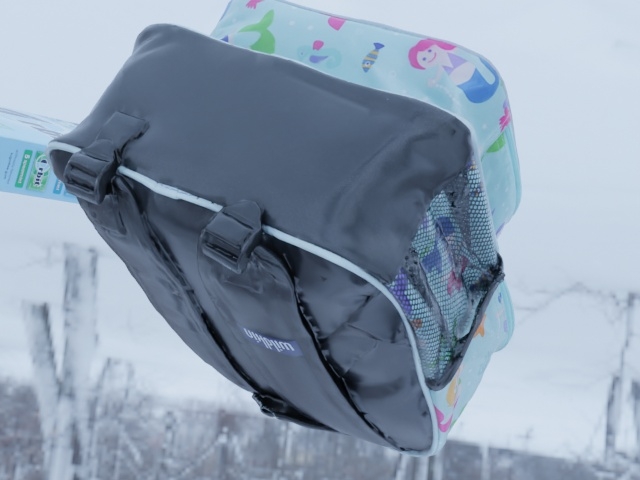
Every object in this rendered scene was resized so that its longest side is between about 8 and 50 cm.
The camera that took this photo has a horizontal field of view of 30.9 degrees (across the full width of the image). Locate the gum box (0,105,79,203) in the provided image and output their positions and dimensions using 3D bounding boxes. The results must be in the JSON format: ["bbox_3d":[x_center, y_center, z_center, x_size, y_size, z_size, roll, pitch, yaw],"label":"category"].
[{"bbox_3d":[-0.218,-0.067,0.874,0.157,0.041,0.184,24,-170,39],"label":"gum box"}]

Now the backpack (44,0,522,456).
[{"bbox_3d":[0.000,0.000,0.643,0.225,0.191,0.253,21,149,32],"label":"backpack"}]
